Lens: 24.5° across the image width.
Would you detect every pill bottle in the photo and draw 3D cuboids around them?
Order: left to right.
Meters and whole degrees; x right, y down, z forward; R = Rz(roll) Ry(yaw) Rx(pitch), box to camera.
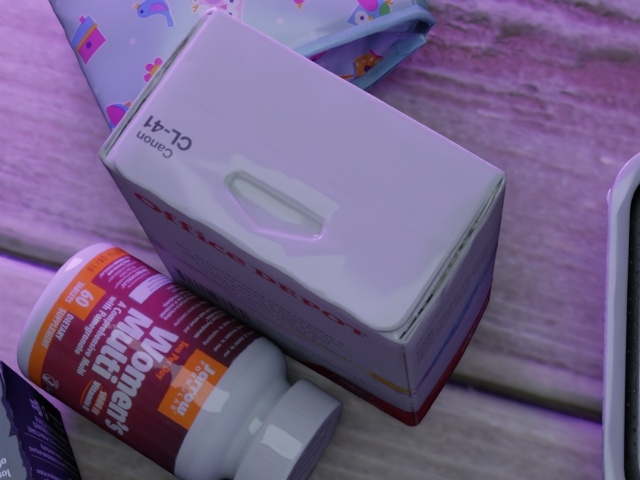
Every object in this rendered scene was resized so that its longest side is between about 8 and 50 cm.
[{"bbox_3d":[-0.102,0.104,1.081,0.221,0.121,0.121,31,76,12],"label":"pill bottle"}]

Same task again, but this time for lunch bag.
[{"bbox_3d":[-0.068,-0.194,1.159,0.262,0.160,0.223,-28,72,0],"label":"lunch bag"}]

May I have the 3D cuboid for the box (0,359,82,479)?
[{"bbox_3d":[-0.309,0.298,1.000,0.343,0.179,0.312,-21,71,-3],"label":"box"}]

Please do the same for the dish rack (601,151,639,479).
[{"bbox_3d":[0.360,0.081,1.059,0.333,0.072,0.285,4,81,-4],"label":"dish rack"}]

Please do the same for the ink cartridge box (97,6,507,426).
[{"bbox_3d":[0.000,0.000,1.012,0.226,0.306,0.131,31,76,12],"label":"ink cartridge box"}]

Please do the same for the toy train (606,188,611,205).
[{"bbox_3d":[0.293,0.011,1.128,0.125,0.046,0.166,-20,72,-4],"label":"toy train"}]
